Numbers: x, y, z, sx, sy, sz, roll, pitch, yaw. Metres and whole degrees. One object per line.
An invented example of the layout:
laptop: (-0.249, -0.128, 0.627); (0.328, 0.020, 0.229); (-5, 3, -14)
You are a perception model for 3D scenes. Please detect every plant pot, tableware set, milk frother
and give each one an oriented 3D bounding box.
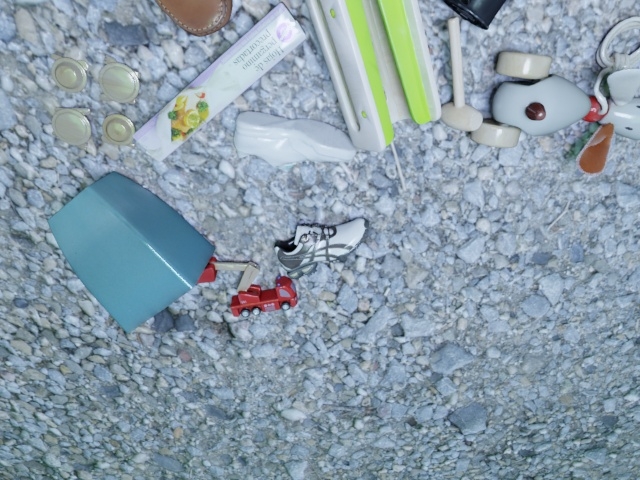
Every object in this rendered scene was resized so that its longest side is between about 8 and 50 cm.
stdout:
plant pot: (-0.347, 0.007, 0.822); (0.166, 0.165, 0.234); (-34, 110, 15)
tableware set: (-0.379, -0.229, 0.763); (0.141, 0.020, 0.168); (9, 118, -11)
milk frother: (0.237, -0.392, 0.639); (0.129, 0.143, 0.134); (28, 114, -13)

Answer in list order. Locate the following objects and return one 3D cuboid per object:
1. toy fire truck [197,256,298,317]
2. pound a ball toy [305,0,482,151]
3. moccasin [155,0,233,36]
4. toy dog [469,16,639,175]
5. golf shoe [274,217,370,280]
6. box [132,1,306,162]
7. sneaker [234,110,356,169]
toy fire truck: (-0.151, 0.091, 0.944); (0.192, 0.047, 0.135); (-10, 119, 1)
pound a ball toy: (0.113, -0.290, 0.715); (0.208, 0.136, 0.319); (-31, 120, -15)
moccasin: (-0.232, -0.452, 0.571); (0.139, 0.147, 0.379); (-18, 119, 6)
toy dog: (0.424, -0.214, 0.739); (0.334, 0.161, 0.220); (-13, 120, 4)
golf shoe: (0.000, 0.000, 0.885); (0.198, 0.077, 0.093); (-31, 117, 12)
box: (-0.166, -0.252, 0.737); (0.324, 0.067, 0.063); (-35, 117, 15)
sneaker: (-0.045, -0.161, 0.801); (0.213, 0.080, 0.094); (12, 130, -3)
